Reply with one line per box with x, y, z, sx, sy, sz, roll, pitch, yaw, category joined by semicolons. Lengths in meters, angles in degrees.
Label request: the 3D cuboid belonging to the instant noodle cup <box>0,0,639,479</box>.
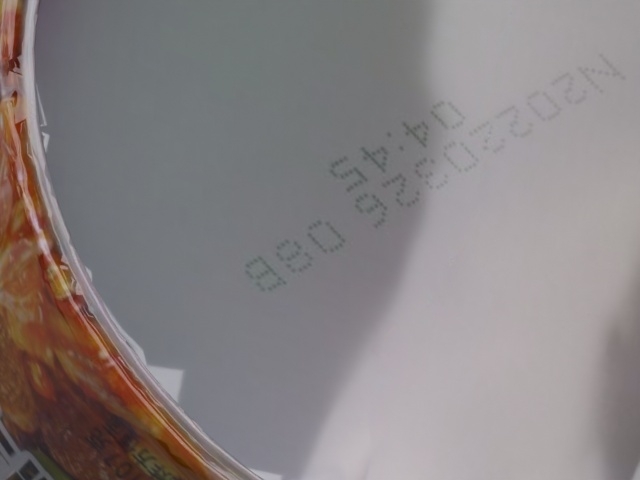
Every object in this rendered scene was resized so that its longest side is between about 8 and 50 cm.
0.000;0.000;0.456;0.250;0.250;0.192;14;-23;-17;instant noodle cup
